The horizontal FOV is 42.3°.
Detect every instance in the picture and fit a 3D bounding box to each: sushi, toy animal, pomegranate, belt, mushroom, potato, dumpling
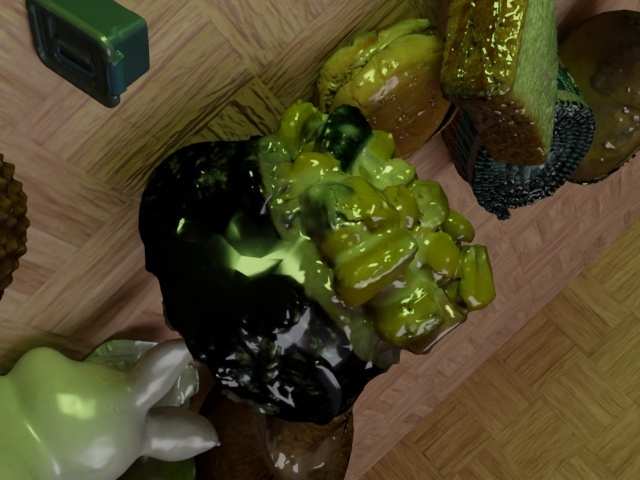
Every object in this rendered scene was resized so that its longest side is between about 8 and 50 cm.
[{"bbox_3d":[0.000,0.000,0.908,0.285,0.328,0.328,-33,121,18],"label":"sushi"},{"bbox_3d":[-0.298,0.247,0.982,0.368,0.241,0.196,-27,130,-38],"label":"toy animal"},{"bbox_3d":[-0.261,0.340,1.278,0.210,0.179,0.179,-40,155,-6],"label":"pomegranate"},{"bbox_3d":[0.300,-0.175,1.288,0.207,0.160,0.295,-24,153,5],"label":"belt"},{"bbox_3d":[-0.034,0.311,1.396,0.356,0.334,0.331,-24,-164,20],"label":"mushroom"},{"bbox_3d":[0.469,-0.253,1.356,0.229,0.229,0.266,-34,151,-17],"label":"potato"},{"bbox_3d":[-0.273,0.204,1.147,0.181,0.111,0.155,-32,122,-40],"label":"dumpling"}]

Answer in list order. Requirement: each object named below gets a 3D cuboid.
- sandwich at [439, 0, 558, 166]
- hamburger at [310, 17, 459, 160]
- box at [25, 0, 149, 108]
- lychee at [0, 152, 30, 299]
[{"bbox_3d":[0.234,-0.246,1.013,0.288,0.100,0.254,30,64,-62],"label":"sandwich"},{"bbox_3d":[0.086,-0.184,1.044,0.214,0.108,0.213,-28,152,-17],"label":"hamburger"},{"bbox_3d":[-0.188,-0.166,0.685,0.054,0.099,0.074,-44,159,-34],"label":"box"},{"bbox_3d":[-0.335,0.000,0.627,0.238,0.200,0.200,-13,142,-54],"label":"lychee"}]
